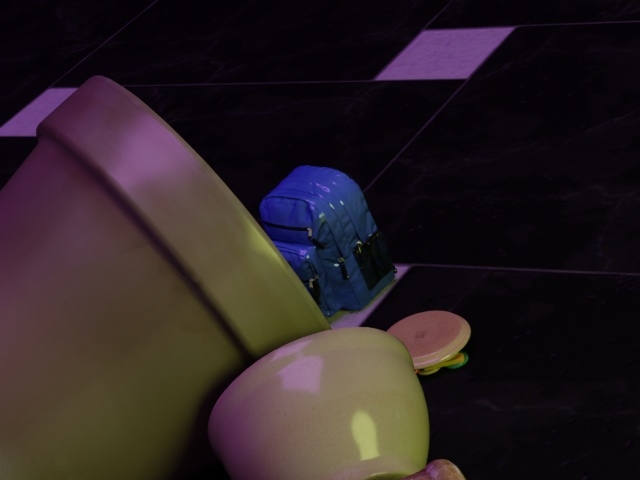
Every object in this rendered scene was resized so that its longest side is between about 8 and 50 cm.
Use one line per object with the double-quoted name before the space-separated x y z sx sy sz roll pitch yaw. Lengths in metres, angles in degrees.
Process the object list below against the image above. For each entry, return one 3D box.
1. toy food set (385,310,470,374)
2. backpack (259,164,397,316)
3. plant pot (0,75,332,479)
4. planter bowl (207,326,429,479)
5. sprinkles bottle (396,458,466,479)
"toy food set" 0.085 0.086 1.573 0.083 0.020 0.082 -12 28 11
"backpack" 0.000 0.000 1.677 0.098 0.120 0.101 7 36 38
"plant pot" -0.179 0.084 1.469 0.280 0.323 0.323 -40 32 -10
"planter bowl" 0.013 0.156 1.367 0.162 0.162 0.109 -22 55 -7
"sprinkles bottle" -0.056 0.259 1.228 0.355 0.121 0.121 -22 27 -7
